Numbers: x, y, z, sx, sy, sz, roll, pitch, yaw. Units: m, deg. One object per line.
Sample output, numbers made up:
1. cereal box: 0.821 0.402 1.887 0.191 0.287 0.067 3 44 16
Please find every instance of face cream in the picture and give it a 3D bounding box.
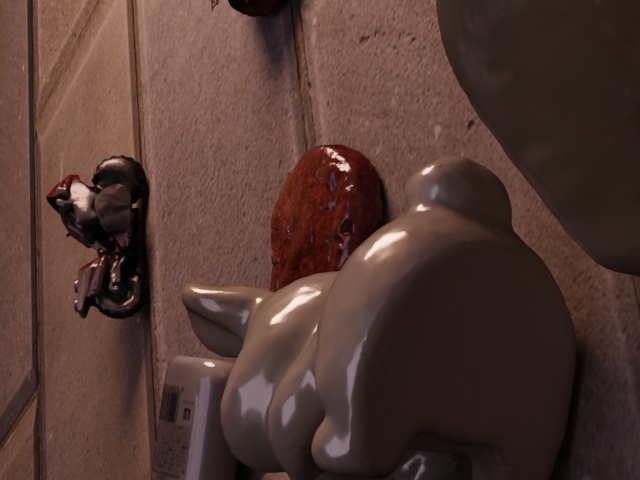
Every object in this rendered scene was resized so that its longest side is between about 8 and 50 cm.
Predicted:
1. face cream: -0.131 0.262 1.794 0.144 0.071 0.291 174 104 -66

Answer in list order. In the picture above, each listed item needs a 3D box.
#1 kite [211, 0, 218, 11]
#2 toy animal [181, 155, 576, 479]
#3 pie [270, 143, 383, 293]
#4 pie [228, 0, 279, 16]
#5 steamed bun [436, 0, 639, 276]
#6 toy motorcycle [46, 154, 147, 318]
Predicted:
1. kite: -0.043 -0.405 1.830 0.204 0.022 0.360 -91 25 -45
2. toy animal: 0.033 0.074 1.349 0.367 0.196 0.241 -17 59 62
3. pie: 0.000 0.000 1.619 0.182 0.049 0.182 -32 54 58
4. pie: -0.059 -0.307 1.872 0.153 0.038 0.153 -39 45 55
5. steamed bun: 0.222 -0.172 0.759 0.255 0.367 0.342 90 155 -56
6. toy motorcycle: -0.268 -0.004 2.142 0.082 0.122 0.213 75 -170 -64
